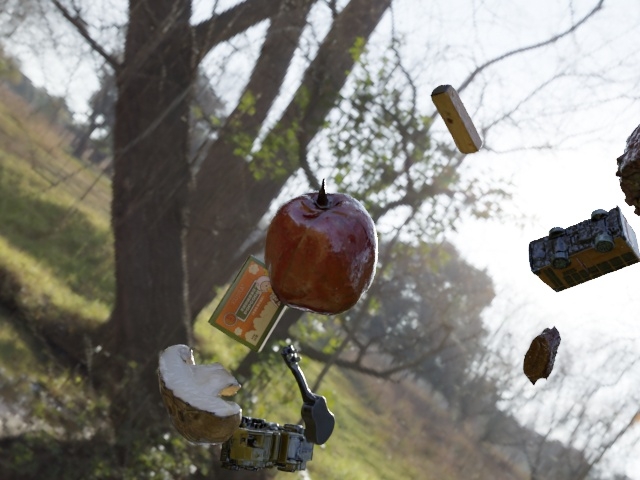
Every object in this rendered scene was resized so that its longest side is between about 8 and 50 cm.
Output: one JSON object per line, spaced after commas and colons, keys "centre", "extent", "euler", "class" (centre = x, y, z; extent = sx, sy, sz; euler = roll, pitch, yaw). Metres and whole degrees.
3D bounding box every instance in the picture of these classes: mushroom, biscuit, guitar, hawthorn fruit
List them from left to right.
{"centre": [-0.272, 0.355, 1.892], "extent": [0.156, 0.151, 0.285], "euler": [-9, 31, -33], "class": "mushroom"}
{"centre": [-0.029, 0.346, 1.952], "extent": [0.038, 0.084, 0.271], "euler": [3, -56, 34], "class": "guitar"}
{"centre": [0.000, 0.000, 1.835], "extent": [0.254, 0.254, 0.300], "euler": [31, -41, 31], "class": "hawthorn fruit"}
{"centre": [0.327, -0.291, 2.092], "extent": [0.056, 0.052, 0.188], "euler": [-13, -56, 37], "class": "biscuit"}

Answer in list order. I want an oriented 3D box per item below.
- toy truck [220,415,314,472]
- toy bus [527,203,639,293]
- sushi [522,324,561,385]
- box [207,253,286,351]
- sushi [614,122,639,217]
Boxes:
{"centre": [-0.117, 0.501, 2.107], "extent": [0.127, 0.127, 0.257], "euler": [-5, -17, 42], "class": "toy truck"}
{"centre": [0.531, 0.023, 1.748], "extent": [0.201, 0.098, 0.114], "euler": [-26, -54, 30], "class": "toy bus"}
{"centre": [0.403, 0.211, 1.573], "extent": [0.060, 0.118, 0.061], "euler": [2, 33, -48], "class": "sushi"}
{"centre": [-0.163, 0.156, 2.119], "extent": [0.148, 0.195, 0.177], "euler": [31, -7, 3], "class": "box"}
{"centre": [0.688, -0.147, 1.600], "extent": [0.236, 0.171, 0.270], "euler": [32, -38, -14], "class": "sushi"}
